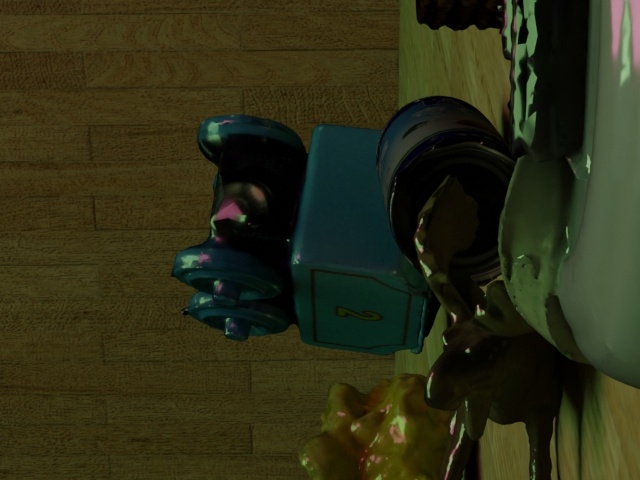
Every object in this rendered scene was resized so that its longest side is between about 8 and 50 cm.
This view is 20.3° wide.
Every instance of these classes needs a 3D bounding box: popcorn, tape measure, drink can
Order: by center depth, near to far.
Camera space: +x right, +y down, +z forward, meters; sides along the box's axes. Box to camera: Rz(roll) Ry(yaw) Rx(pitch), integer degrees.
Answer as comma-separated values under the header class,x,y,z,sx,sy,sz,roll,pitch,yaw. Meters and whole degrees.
class,x,y,z,sx,sy,sz,roll,pitch,yaw
tape measure,0.084,-0.059,0.386,0.178,0.105,0.196,-95,6,-80
drink can,0.087,-0.039,1.197,0.235,0.097,0.097,-88,-3,-78
popcorn,0.060,0.213,1.572,0.197,0.156,0.197,-5,-90,-78

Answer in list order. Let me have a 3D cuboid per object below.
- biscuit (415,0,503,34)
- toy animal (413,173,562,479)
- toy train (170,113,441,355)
class,x,y,z,sx,sy,sz,roll,pitch,yaw
biscuit,0.096,-0.325,1.148,0.107,0.073,0.388,58,-149,-88
toy animal,0.090,0.060,0.927,0.214,0.094,0.186,-34,-48,-81
toy train,0.000,0.000,1.742,0.300,0.265,0.188,86,-167,-72
